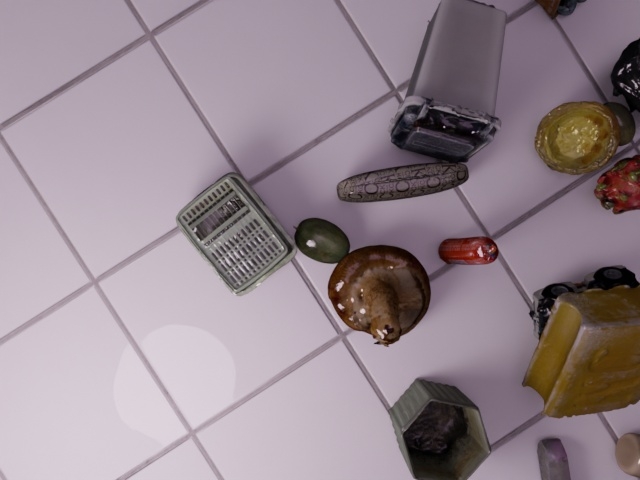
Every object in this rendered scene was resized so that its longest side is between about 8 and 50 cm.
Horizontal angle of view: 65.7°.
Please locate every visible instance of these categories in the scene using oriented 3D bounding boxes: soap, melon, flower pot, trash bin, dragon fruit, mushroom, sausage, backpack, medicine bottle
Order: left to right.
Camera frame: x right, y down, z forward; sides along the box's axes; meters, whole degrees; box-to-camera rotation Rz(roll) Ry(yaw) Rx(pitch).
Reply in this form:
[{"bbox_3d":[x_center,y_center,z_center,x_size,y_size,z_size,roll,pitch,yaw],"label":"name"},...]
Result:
[{"bbox_3d":[0.000,0.000,1.339,0.167,0.114,0.114,25,89,-9],"label":"melon"},{"bbox_3d":[0.177,0.141,1.299,0.267,0.254,0.267,-10,107,-36],"label":"mushroom"},{"bbox_3d":[0.306,0.499,1.309,0.209,0.189,0.239,42,90,-1],"label":"flower pot"},{"bbox_3d":[0.344,-0.416,1.277,0.255,0.296,0.368,15,83,-1],"label":"trash bin"},{"bbox_3d":[0.382,0.027,1.271,0.074,0.274,0.074,0,88,-6],"label":"sausage"},{"bbox_3d":[0.711,0.282,1.263,0.293,0.156,0.335,-2,124,-8],"label":"soap"},{"bbox_3d":[0.814,-0.322,1.375,0.098,0.098,0.131,-32,89,-2],"label":"melon"},{"bbox_3d":[0.845,-0.145,1.347,0.172,0.167,0.160,-31,134,27],"label":"dragon fruit"},{"bbox_3d":[0.899,-0.421,1.351,0.258,0.133,0.206,48,53,-10],"label":"backpack"},{"bbox_3d":[0.960,0.616,1.364,0.252,0.114,0.114,16,89,-1],"label":"medicine bottle"}]

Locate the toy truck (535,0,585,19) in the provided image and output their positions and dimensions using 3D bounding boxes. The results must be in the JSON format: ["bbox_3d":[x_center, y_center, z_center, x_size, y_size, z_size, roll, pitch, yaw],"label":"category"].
[{"bbox_3d":[0.727,-0.797,1.362,0.338,0.133,0.184,-42,75,1],"label":"toy truck"}]

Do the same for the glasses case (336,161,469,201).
[{"bbox_3d":[0.219,-0.155,1.335,0.354,0.137,0.085,-8,89,-1],"label":"glasses case"}]

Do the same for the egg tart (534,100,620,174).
[{"bbox_3d":[0.700,-0.281,1.356,0.212,0.090,0.213,6,110,18],"label":"egg tart"}]

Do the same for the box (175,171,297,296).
[{"bbox_3d":[-0.223,-0.016,1.306,0.220,0.166,0.290,-38,91,-2],"label":"box"}]

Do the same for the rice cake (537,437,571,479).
[{"bbox_3d":[0.673,0.751,1.379,0.070,0.064,0.399,-10,90,-7],"label":"rice cake"}]

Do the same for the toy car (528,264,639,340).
[{"bbox_3d":[0.721,0.176,1.353,0.301,0.118,0.193,-20,120,-4],"label":"toy car"}]
